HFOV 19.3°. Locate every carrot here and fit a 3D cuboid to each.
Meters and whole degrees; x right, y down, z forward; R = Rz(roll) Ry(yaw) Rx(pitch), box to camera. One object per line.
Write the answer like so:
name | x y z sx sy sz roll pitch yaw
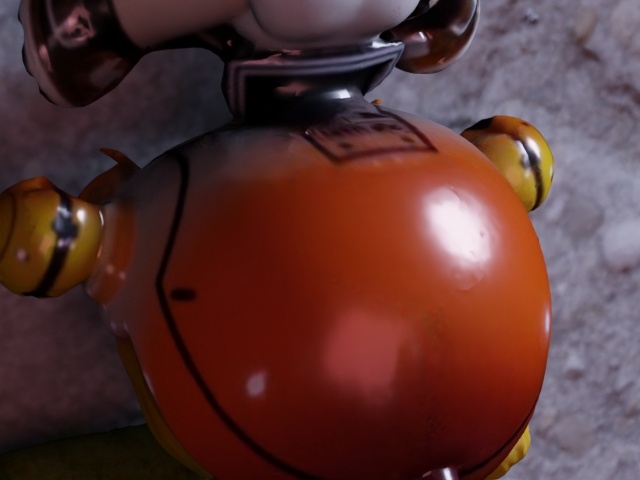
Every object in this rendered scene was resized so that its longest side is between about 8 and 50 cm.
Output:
carrot | -0.033 0.113 1.026 0.358 0.074 0.074 -15 109 -21

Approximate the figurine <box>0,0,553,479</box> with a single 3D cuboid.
figurine | 0.002 -0.002 0.913 0.320 0.196 0.323 -11 90 -28
